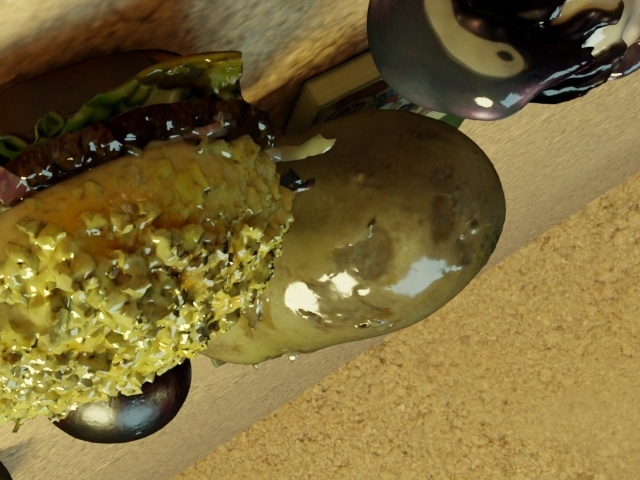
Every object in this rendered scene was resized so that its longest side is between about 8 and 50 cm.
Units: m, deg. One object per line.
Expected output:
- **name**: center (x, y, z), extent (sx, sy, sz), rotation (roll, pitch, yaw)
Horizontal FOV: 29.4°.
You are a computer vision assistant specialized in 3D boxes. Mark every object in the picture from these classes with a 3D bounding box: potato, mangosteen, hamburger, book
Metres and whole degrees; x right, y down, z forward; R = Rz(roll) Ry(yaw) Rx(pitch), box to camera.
- **potato**: center (0.000, 0.000, 0.806), extent (0.262, 0.165, 0.165), rotation (-13, 178, 26)
- **mangosteen**: center (-0.167, 0.097, 1.001), extent (0.140, 0.140, 0.140), rotation (-31, 169, -6)
- **hamburger**: center (-0.110, 0.003, 0.631), extent (0.261, 0.139, 0.243), rotation (-30, 170, -6)
- **book**: center (0.052, -0.095, 0.944), extent (0.202, 0.027, 0.264), rotation (-29, 169, -19)

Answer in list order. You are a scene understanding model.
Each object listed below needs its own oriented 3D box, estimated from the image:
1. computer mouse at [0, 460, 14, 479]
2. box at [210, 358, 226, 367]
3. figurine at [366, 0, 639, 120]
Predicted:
- **computer mouse**: center (-0.438, 0.351, 1.407), extent (0.170, 0.100, 0.269), rotation (-28, 169, -32)
- **box**: center (-0.090, 0.075, 1.184), extent (0.060, 0.085, 0.063), rotation (-27, 177, -30)
- **figurine**: center (0.126, -0.153, 0.679), extent (0.222, 0.145, 0.145), rotation (-40, 172, -17)
